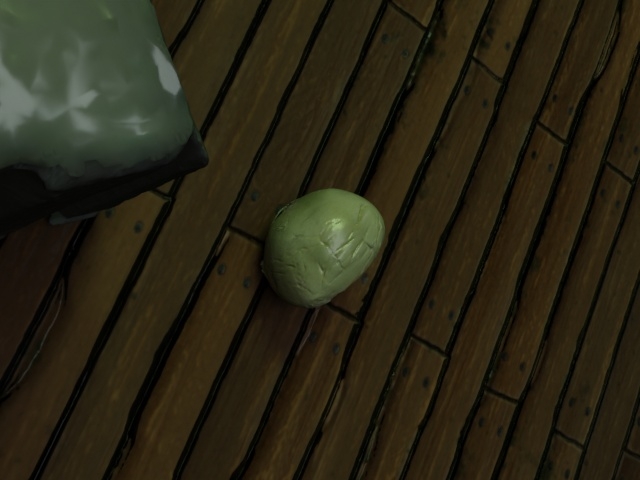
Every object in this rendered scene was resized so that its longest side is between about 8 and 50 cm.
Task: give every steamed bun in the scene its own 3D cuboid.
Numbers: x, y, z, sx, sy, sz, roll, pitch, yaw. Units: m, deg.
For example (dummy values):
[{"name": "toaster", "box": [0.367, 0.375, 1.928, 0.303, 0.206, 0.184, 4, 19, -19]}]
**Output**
[{"name": "steamed bun", "box": [0.000, 0.000, 0.861, 0.130, 0.112, 0.091, -41, 109, -17]}]

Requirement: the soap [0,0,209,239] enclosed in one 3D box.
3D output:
[{"name": "soap", "box": [-0.270, -0.094, 0.532, 0.350, 0.435, 0.213, -15, 94, -28]}]
